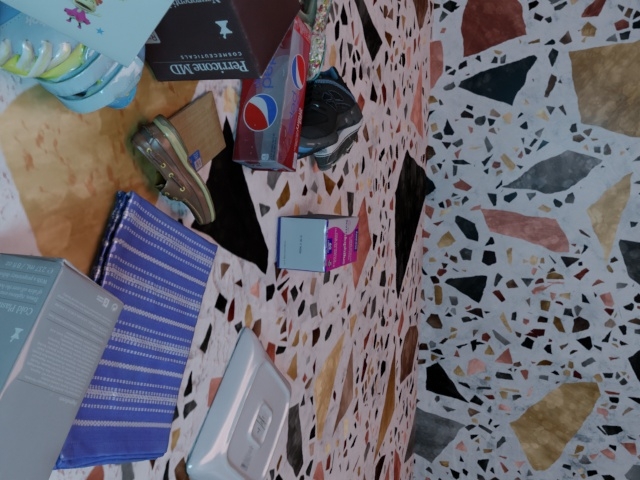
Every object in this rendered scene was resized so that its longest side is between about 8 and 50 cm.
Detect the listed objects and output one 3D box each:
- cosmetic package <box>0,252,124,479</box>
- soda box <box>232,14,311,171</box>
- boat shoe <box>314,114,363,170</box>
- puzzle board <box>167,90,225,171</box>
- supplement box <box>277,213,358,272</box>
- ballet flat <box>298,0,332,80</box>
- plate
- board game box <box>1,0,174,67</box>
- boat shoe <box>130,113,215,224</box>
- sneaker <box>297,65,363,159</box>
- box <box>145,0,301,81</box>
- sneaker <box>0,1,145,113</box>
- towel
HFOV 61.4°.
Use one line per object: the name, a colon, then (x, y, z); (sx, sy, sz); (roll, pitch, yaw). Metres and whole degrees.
cosmetic package: (-0.292, 0.138, 0.478); (0.107, 0.127, 0.238); (63, 37, -54)
soda box: (-0.083, -0.258, 0.953); (0.083, 0.092, 0.263); (16, 81, -67)
boat shoe: (0.043, -0.243, 1.308); (0.219, 0.077, 0.070); (-50, 140, -43)
puzzle board: (-0.190, -0.160, 0.821); (0.128, 0.011, 0.096); (-57, 147, -48)
supplement box: (0.000, 0.000, 1.201); (0.220, 0.114, 0.111); (-14, 107, -69)
ballet flat: (-0.028, -0.441, 1.095); (0.077, 0.091, 0.241); (21, 69, -36)
plate: (-0.131, 0.353, 1.043); (0.277, 0.045, 0.278); (69, 34, -49)
board game box: (-0.205, -0.313, 0.399); (0.224, 0.097, 0.303); (24, 49, -35)
boat shoe: (-0.203, -0.087, 0.749); (0.060, 0.064, 0.178); (-36, 134, -17)
sneaker: (-0.020, -0.264, 1.122); (0.140, 0.125, 0.341); (66, 27, -18)
box: (-0.148, -0.332, 0.669); (0.203, 0.168, 0.167); (68, 34, -49)
sneaker: (-0.264, -0.170, 0.479); (0.208, 0.127, 0.319); (71, 33, -44)
towel: (-0.237, 0.128, 0.733); (0.243, 0.040, 0.336); (46, 53, -63)
